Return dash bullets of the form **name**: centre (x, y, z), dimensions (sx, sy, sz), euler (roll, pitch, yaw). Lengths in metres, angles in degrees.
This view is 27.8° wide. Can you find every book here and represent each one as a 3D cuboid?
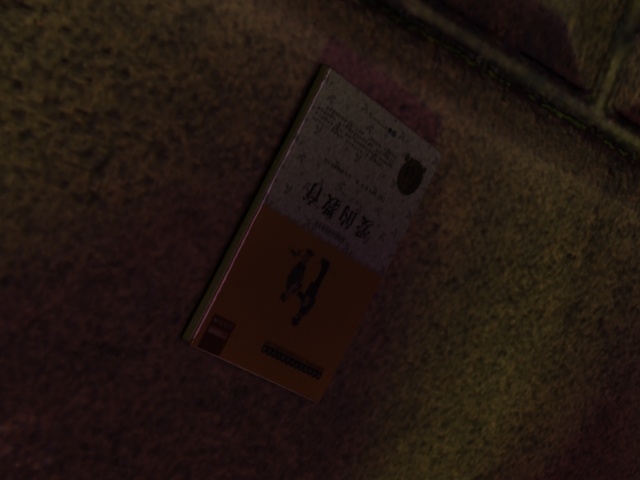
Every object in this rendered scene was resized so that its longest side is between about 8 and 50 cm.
- **book**: centre (0.000, 0.000, 0.746), dimensions (0.118, 0.012, 0.172), euler (31, 84, -45)
